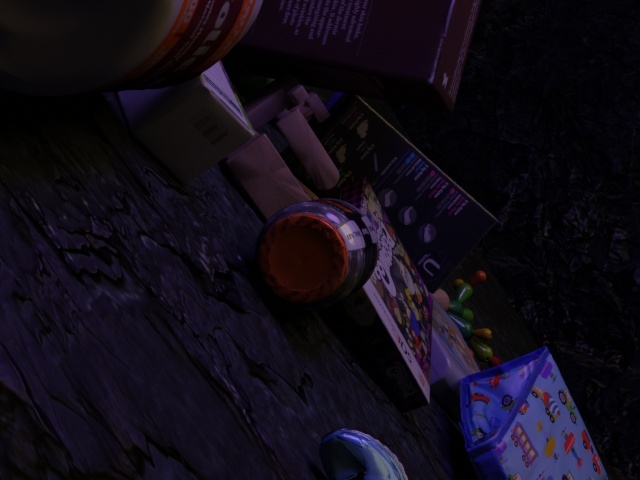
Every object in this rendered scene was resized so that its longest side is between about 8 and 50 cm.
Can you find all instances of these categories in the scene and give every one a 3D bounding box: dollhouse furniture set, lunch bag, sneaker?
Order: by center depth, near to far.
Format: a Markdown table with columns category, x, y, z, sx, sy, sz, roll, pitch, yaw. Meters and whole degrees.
| category | x | y | z | sx | sy | sz | roll | pitch | yaw |
| --- | --- | --- | --- | --- | --- | --- | --- | --- | --- |
| sneaker | 0.048 | 0.229 | 1.269 | 0.162 | 0.063 | 0.073 | 57 | 13 | 19 |
| dollhouse furniture set | -0.045 | -0.106 | 1.841 | 0.123 | 0.144 | 0.151 | 56 | -7 | -23 |
| lunch bag | 0.268 | 0.302 | 1.916 | 0.221 | 0.138 | 0.293 | 64 | 17 | -10 |

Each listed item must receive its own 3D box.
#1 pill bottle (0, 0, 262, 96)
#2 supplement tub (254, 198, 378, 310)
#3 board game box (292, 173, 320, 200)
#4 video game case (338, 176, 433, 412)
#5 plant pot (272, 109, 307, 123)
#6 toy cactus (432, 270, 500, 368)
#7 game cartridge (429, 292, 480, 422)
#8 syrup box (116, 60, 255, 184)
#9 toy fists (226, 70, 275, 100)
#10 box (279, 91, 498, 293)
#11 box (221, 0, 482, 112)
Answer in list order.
| category | x | y | z | sx | sy | sz | roll | pitch | yaw |
| --- | --- | --- | --- | --- | --- | --- | --- | --- | --- |
| pill bottle | -0.175 | -0.238 | 1.277 | 0.224 | 0.224 | 0.392 | 54 | 12 | 0 |
| supplement tub | -0.004 | 0.014 | 1.607 | 0.117 | 0.117 | 0.190 | 55 | 9 | 3 |
| board game box | 0.000 | 0.000 | 1.901 | 0.147 | 0.045 | 0.193 | 60 | 11 | 32 |
| video game case | 0.078 | 0.064 | 1.850 | 0.210 | 0.042 | 0.232 | 61 | 19 | -25 |
| plant pot | -0.099 | -0.260 | 2.385 | 0.236 | 0.032 | 0.236 | 53 | 9 | -13 |
| toy cactus | 0.219 | 0.110 | 2.496 | 0.180 | 0.112 | 0.219 | 24 | 38 | -53 |
| game cartridge | 0.169 | 0.153 | 2.192 | 0.198 | 0.062 | 0.297 | 53 | 8 | -35 |
| syrup box | -0.161 | -0.178 | 1.574 | 0.093 | 0.096 | 0.237 | 46 | 14 | -43 |
| toy fists | -0.157 | -0.313 | 2.100 | 0.279 | 0.096 | 0.142 | 51 | 0 | -10 |
| box | 0.090 | -0.072 | 2.092 | 0.270 | 0.143 | 0.165 | 41 | 2 | -11 |
| box | 0.001 | -0.300 | 1.898 | 0.381 | 0.191 | 0.143 | 13 | -8 | 20 |
